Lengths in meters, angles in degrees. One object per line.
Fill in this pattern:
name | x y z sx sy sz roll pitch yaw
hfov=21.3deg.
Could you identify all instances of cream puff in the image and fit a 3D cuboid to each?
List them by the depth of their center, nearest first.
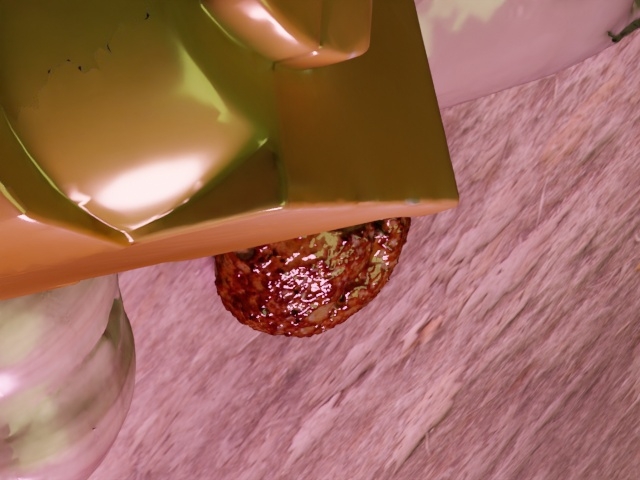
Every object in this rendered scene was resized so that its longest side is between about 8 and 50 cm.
cream puff | 0.000 0.000 1.081 0.149 0.084 0.149 -38 152 -24

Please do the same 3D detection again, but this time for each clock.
clock | -0.109 -0.138 0.465 0.244 0.317 0.200 -12 170 23

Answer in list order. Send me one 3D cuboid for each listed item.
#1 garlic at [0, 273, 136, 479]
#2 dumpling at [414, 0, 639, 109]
garlic | -0.179 -0.009 0.690 0.245 0.245 0.253 103 4 -46
dumpling | 0.056 -0.191 0.815 0.341 0.181 0.260 -5 117 -15
